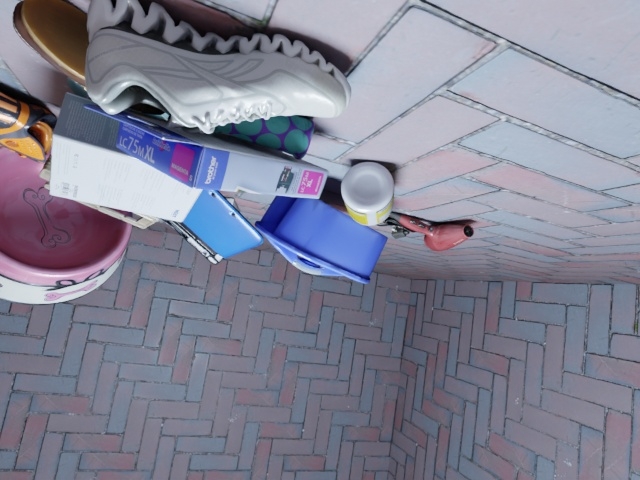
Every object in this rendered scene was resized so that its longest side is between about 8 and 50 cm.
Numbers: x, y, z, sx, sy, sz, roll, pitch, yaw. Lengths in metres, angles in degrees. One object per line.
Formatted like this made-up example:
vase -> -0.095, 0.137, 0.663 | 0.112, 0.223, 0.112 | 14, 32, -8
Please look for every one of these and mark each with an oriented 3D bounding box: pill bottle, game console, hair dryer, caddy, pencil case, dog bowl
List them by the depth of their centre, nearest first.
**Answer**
pencil case -> -0.087, -0.172, 0.605 | 0.152, 0.064, 0.070 | 13, 158, -25
pill bottle -> 0.102, -0.089, 0.845 | 0.103, 0.103, 0.184 | 8, 172, 10
dog bowl -> -0.649, -0.059, 0.961 | 0.408, 0.408, 0.150 | 16, 152, -41
game console -> -0.306, -0.095, 1.013 | 0.293, 0.173, 0.250 | 49, -173, -30
caddy -> 0.000, 0.000, 1.019 | 0.341, 0.179, 0.241 | 26, -176, -32
hair dryer -> 0.301, -0.023, 1.178 | 0.294, 0.080, 0.224 | 3, 170, 34

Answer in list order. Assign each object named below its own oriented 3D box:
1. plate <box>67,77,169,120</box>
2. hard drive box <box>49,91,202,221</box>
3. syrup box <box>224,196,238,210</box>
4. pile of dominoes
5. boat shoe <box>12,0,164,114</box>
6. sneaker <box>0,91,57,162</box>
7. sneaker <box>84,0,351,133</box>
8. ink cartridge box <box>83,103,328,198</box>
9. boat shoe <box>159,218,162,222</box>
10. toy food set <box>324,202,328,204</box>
plate -> -0.315, -0.221, 0.666 | 0.188, 0.024, 0.188 | 9, 172, 1
hard drive box -> -0.333, -0.130, 0.711 | 0.232, 0.089, 0.181 | 14, 149, -30
syrup box -> -0.343, -0.085, 1.395 | 0.093, 0.096, 0.237 | 10, 173, -5
pile of dominoes -> -0.478, -0.110, 0.899 | 0.251, 0.040, 0.196 | 28, 153, -36
boat shoe -> -0.273, -0.212, 0.498 | 0.073, 0.073, 0.207 | 3, 170, 26
sneaker -> -0.638, -0.201, 0.778 | 0.321, 0.124, 0.180 | 0, 167, 40
sneaker -> -0.111, -0.172, 0.456 | 0.292, 0.118, 0.110 | 9, 170, -10
ink cartridge box -> -0.149, -0.123, 0.590 | 0.186, 0.065, 0.311 | 27, -165, 30
boat shoe -> -0.653, -0.105, 1.661 | 0.081, 0.079, 0.227 | 20, 164, -34
toy food set -> -0.041, -0.104, 1.199 | 0.078, 0.019, 0.122 | 14, 171, -31
